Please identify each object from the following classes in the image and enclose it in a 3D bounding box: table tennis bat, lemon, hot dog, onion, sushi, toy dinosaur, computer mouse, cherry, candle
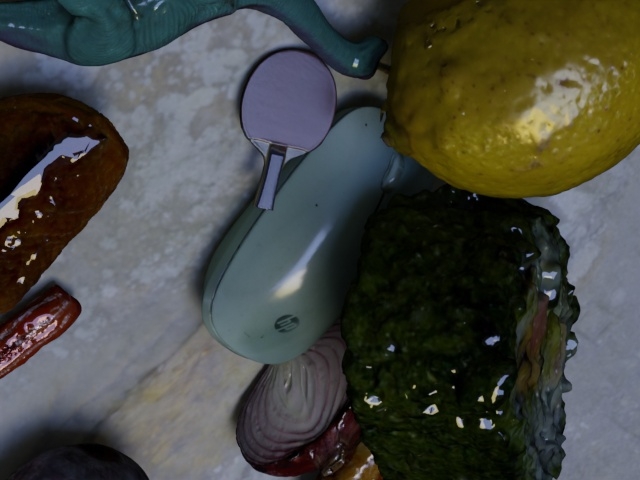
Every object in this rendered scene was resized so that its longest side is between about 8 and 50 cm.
[{"bbox_3d":[-0.037,-0.107,1.795,0.095,0.014,0.158,11,97,-21],"label":"table tennis bat"},{"bbox_3d":[0.193,-0.165,1.757,0.310,0.253,0.253,-27,128,-6],"label":"lemon"},{"bbox_3d":[-0.276,-0.037,1.691,0.227,0.099,0.160,-43,129,2],"label":"hot dog"},{"bbox_3d":[0.013,0.178,1.956,0.206,0.151,0.098,-39,146,21],"label":"onion"},{"bbox_3d":[0.152,0.103,1.855,0.178,0.294,0.352,5,152,19],"label":"sushi"},{"bbox_3d":[-0.146,-0.178,1.675,0.383,0.129,0.331,-30,135,-2],"label":"toy dinosaur"},{"bbox_3d":[0.002,0.004,1.862,0.288,0.097,0.159,-47,127,8],"label":"computer mouse"},{"bbox_3d":[-0.248,0.296,1.872,0.195,0.195,0.195,-13,125,-19],"label":"cherry"},{"bbox_3d":[-0.371,0.152,1.799,0.329,0.048,0.051,-38,143,-2],"label":"candle"}]

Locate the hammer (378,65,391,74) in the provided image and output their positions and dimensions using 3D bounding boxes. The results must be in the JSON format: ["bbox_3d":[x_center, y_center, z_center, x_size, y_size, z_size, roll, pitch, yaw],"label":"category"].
[{"bbox_3d":[0.050,-0.172,1.828,0.123,0.014,0.029,19,116,-37],"label":"hammer"}]

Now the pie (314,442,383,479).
[{"bbox_3d":[0.109,0.281,2.099,0.308,0.085,0.308,-13,124,-20],"label":"pie"}]
